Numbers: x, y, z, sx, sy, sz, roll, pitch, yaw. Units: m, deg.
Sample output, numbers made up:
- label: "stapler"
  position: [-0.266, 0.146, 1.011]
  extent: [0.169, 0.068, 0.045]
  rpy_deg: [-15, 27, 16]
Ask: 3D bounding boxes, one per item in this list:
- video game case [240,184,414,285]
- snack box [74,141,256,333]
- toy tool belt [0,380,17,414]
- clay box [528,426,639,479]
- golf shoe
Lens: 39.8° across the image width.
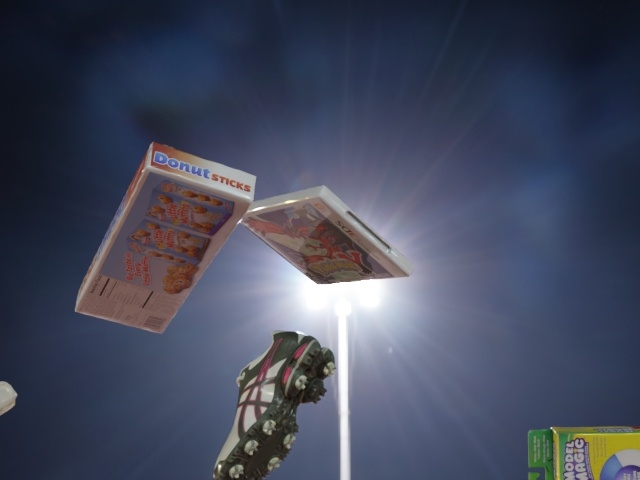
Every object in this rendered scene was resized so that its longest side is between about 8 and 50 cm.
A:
- label: "video game case"
  position: [0.000, 0.000, 1.207]
  extent: [0.183, 0.023, 0.201]
  rpy_deg: [40, -28, -28]
- label: "snack box"
  position: [-0.103, 0.006, 0.558]
  extent: [0.064, 0.022, 0.178]
  rpy_deg: [18, -38, -18]
- label: "toy tool belt"
  position: [-0.543, 0.270, 1.450]
  extent: [0.083, 0.052, 0.051]
  rpy_deg: [-29, -11, -36]
- label: "clay box"
  position: [0.386, 0.308, 1.147]
  extent: [0.222, 0.127, 0.053]
  rpy_deg: [-2, -1, 3]
- label: "golf shoe"
  position: [-0.089, 0.266, 1.389]
  extent: [0.120, 0.273, 0.105]
  rpy_deg: [22, -21, 40]
